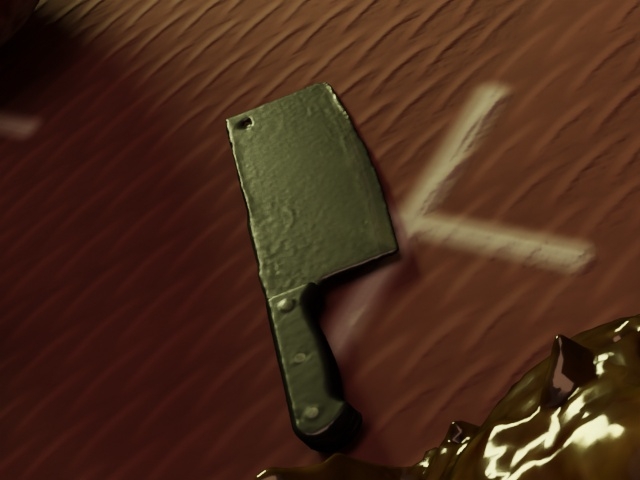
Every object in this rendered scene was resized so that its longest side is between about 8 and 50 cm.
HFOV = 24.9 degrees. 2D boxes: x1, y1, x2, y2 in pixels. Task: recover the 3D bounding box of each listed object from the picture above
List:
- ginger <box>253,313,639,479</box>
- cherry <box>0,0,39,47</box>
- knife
[{"bbox_3d":[0.023,0.144,0.405,0.418,0.254,0.176,-24,49,13],"label":"ginger"},{"bbox_3d":[-0.294,-0.210,0.893,0.285,0.213,0.236,41,41,17],"label":"cherry"},{"bbox_3d":[0.000,0.000,0.700,0.072,0.019,0.245,-22,42,7],"label":"knife"}]
